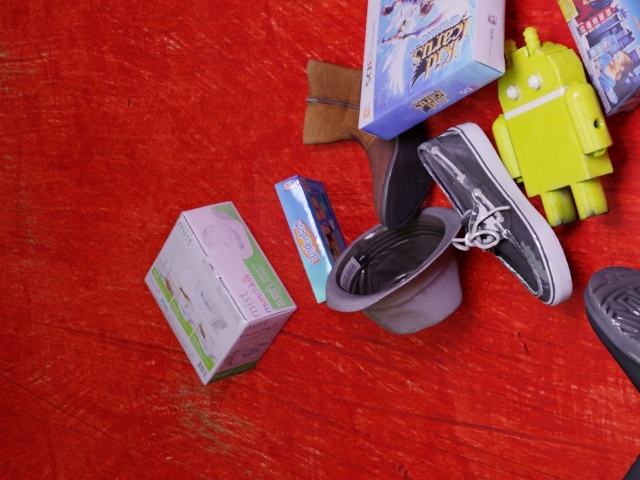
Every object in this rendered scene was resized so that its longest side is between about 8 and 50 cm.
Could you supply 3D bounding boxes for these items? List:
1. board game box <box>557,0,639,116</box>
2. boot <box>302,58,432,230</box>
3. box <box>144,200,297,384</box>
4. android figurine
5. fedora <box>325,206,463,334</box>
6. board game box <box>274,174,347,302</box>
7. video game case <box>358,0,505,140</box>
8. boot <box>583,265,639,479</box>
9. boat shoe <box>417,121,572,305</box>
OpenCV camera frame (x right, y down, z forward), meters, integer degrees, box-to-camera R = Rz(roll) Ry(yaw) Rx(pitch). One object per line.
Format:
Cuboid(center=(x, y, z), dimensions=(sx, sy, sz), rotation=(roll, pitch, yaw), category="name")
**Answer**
Cuboid(center=(0.412, -0.286, 1.671), dimensions=(0.194, 0.060, 0.194), rotation=(-30, 78, 50), category="board game box")
Cuboid(center=(0.053, -0.159, 2.114), dimensions=(0.280, 0.096, 0.264), rotation=(9, 102, 50), category="boot")
Cuboid(center=(-0.198, 0.100, 2.504), dimensions=(0.262, 0.126, 0.231), rotation=(57, 138, 22), category="box")
Cuboid(center=(0.315, -0.156, 1.805), dimensions=(0.248, 0.056, 0.273), rotation=(-15, 92, 69), category="android figurine")
Cuboid(center=(0.136, 0.062, 2.032), dimensions=(0.124, 0.244, 0.275), rotation=(54, 156, -20), category="fedora")
Cuboid(center=(0.000, 0.000, 2.205), dimensions=(0.047, 0.160, 0.210), rotation=(-23, 82, 14), category="board game box")
Cuboid(center=(0.160, -0.304, 1.892), dimensions=(0.269, 0.061, 0.244), rotation=(-27, 52, 52), category="video game case")
Cuboid(center=(0.439, 0.308, 1.787), dimensions=(0.367, 0.146, 0.445), rotation=(46, 138, 35), category="boot")
Cuboid(center=(0.243, -0.029, 1.872), dimensions=(0.306, 0.105, 0.113), rotation=(61, 161, 14), category="boat shoe")
